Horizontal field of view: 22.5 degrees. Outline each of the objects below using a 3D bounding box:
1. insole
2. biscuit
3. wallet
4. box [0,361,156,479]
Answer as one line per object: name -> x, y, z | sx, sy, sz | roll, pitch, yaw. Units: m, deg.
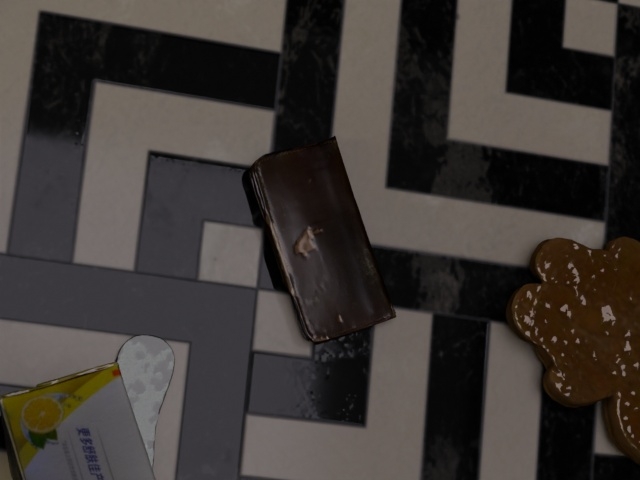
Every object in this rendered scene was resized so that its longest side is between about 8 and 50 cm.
insole -> -0.170, 0.174, 1.382 | 0.065, 0.006, 0.193 | 17, 75, -11
biscuit -> 0.305, 0.105, 1.507 | 0.289, 0.044, 0.202 | 26, 73, -8
wallet -> 0.000, 0.000, 1.452 | 0.095, 0.026, 0.176 | -17, 86, -24
box -> -0.165, 0.251, 1.238 | 0.097, 0.168, 0.265 | -15, 60, -15
